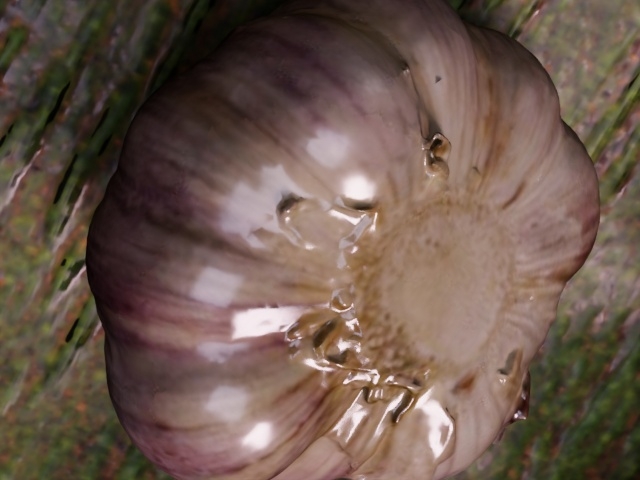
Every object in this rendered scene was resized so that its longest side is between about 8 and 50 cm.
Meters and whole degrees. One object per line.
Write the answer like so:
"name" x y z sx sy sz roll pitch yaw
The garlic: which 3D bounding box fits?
"garlic" 0.000 0.000 0.693 0.245 0.160 0.245 -18 118 -38
